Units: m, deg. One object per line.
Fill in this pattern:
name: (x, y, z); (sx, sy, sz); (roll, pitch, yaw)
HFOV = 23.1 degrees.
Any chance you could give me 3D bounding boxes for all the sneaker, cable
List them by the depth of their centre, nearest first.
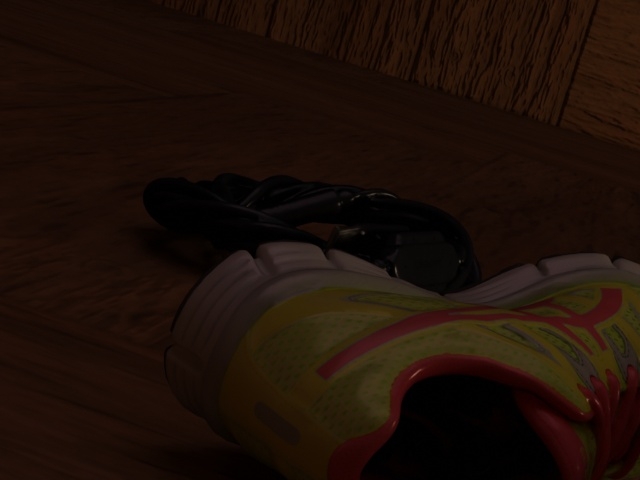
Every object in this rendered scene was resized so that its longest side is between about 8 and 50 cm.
sneaker: (0.060, 0.055, 0.471); (0.208, 0.081, 0.094); (2, 23, -33)
cable: (0.000, 0.000, 0.769); (0.150, 0.047, 0.184); (16, 11, 26)
